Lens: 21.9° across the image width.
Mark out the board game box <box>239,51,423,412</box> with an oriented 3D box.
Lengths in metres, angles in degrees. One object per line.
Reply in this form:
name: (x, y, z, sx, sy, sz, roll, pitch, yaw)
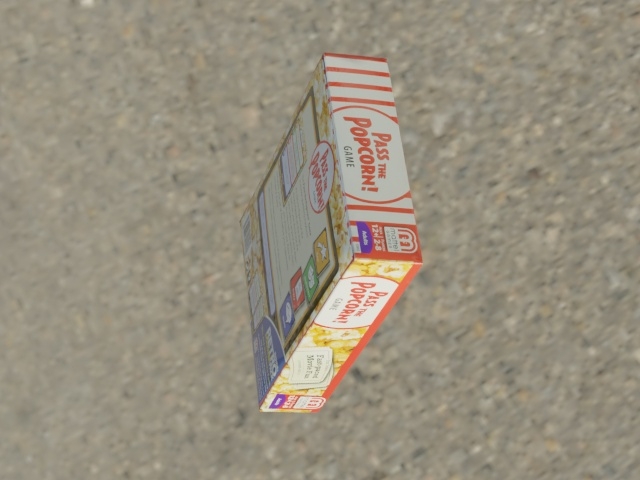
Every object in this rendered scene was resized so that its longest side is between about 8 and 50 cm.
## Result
board game box: (0.000, 0.000, 1.031, 0.193, 0.045, 0.147, 121, 147, -54)
